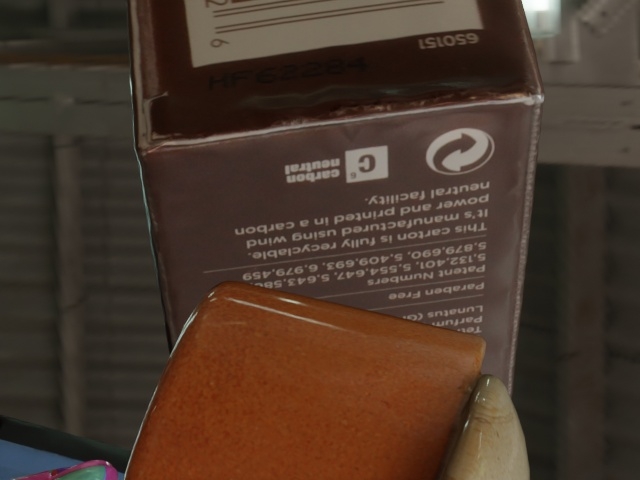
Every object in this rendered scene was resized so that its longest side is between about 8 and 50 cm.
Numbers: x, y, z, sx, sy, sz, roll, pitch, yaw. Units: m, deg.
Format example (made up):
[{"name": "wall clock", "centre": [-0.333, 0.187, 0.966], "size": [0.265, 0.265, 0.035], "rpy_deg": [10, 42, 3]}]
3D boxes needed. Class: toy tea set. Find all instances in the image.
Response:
[{"name": "toy tea set", "centre": [-0.014, 0.169, 0.440], "size": [0.124, 0.200, 0.336], "rpy_deg": [21, -46, 4]}]

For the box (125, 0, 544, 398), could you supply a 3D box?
[{"name": "box", "centre": [0.000, 0.000, 0.800], "size": [0.143, 0.381, 0.191], "rpy_deg": [-8, -127, -2]}]

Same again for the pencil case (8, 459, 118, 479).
[{"name": "pencil case", "centre": [-0.129, 0.240, 1.039], "size": [0.104, 0.104, 0.236], "rpy_deg": [-30, -112, 31]}]

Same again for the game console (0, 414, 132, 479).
[{"name": "game console", "centre": [-0.277, 0.235, 1.312], "size": [0.387, 0.342, 0.060], "rpy_deg": [15, -59, 3]}]
